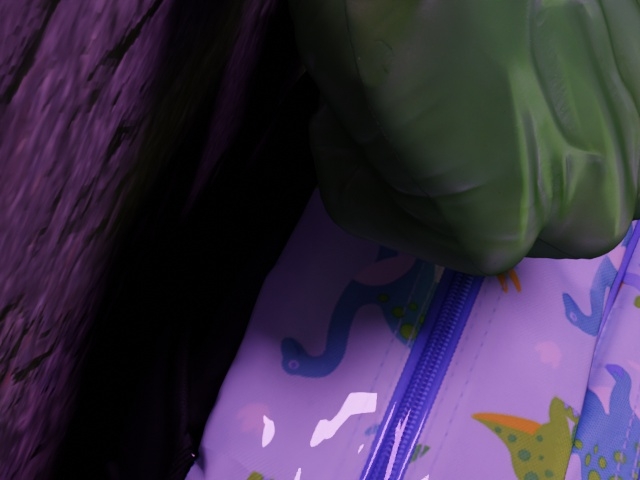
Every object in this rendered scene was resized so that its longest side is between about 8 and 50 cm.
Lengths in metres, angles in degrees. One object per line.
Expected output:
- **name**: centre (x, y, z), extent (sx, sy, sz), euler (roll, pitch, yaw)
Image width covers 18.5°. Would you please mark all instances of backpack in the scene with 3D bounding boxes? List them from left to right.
- **backpack**: centre (0.033, 0.072, 0.687), extent (0.355, 0.273, 0.290), euler (-39, 162, -56)

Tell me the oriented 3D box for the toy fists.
- **toy fists**: centre (0.061, -0.094, 0.579), extent (0.096, 0.142, 0.279), euler (-19, -156, 29)
